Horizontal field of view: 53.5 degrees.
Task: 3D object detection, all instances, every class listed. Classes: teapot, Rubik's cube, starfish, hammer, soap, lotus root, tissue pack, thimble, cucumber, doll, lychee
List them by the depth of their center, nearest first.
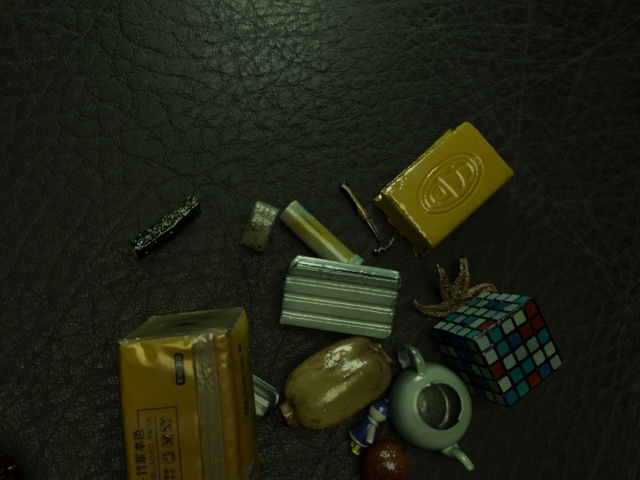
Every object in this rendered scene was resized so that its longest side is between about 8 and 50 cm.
[{"bbox_3d":[-0.235,0.335,1.182,0.228,0.293,0.382,-3,93,-1],"label":"tissue pack"},{"bbox_3d":[0.134,0.501,1.376,0.114,0.101,0.140,-4,61,18],"label":"lychee"},{"bbox_3d":[0.029,0.312,1.380,0.284,0.160,0.146,-30,126,-15],"label":"lotus root"},{"bbox_3d":[0.110,0.403,1.396,0.057,0.099,0.143,30,97,-14],"label":"doll"},{"bbox_3d":[0.248,0.370,1.422,0.193,0.129,0.294,-21,81,-18],"label":"teapot"},{"bbox_3d":[0.048,0.125,1.423,0.261,0.094,0.150,9,103,0],"label":"soap"},{"bbox_3d":[-0.351,-0.029,1.435,0.187,0.058,0.058,-42,87,-19],"label":"cucumber"},{"bbox_3d":[0.400,0.239,1.442,0.187,0.184,0.182,-31,100,-17],"label":"Rubik's cube"},{"bbox_3d":[-0.140,-0.032,1.466,0.062,0.084,0.110,22,88,-3],"label":"thimble"},{"bbox_3d":[0.334,0.151,1.542,0.213,0.057,0.238,-25,101,-12],"label":"starfish"},{"bbox_3d":[0.113,-0.061,1.565,0.078,0.021,0.201,-31,85,-18],"label":"hammer"},{"bbox_3d":[0.306,-0.132,1.587,0.324,0.096,0.204,-41,87,-19],"label":"soap"}]

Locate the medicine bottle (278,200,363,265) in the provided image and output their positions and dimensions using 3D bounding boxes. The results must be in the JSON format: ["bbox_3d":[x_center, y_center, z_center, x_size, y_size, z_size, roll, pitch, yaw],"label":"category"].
[{"bbox_3d":[0.000,0.000,1.500,0.218,0.074,0.074,43,71,3],"label":"medicine bottle"}]

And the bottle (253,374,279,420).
[{"bbox_3d":[-0.207,0.289,1.372,0.253,0.079,0.096,32,45,-3],"label":"bottle"}]

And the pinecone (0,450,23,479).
[{"bbox_3d":[-0.662,0.472,1.163,0.221,0.221,0.222,3,75,-12],"label":"pinecone"}]
